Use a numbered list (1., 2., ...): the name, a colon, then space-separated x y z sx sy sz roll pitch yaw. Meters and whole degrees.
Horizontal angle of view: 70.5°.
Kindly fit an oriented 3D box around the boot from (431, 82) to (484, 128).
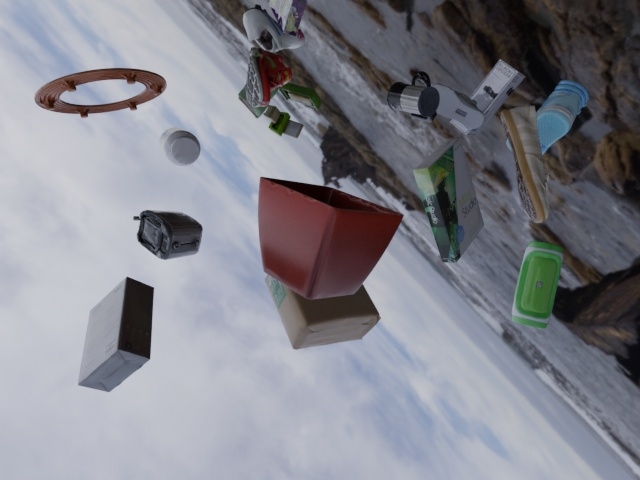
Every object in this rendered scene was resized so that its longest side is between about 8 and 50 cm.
1. boot: 0.466 -0.495 1.622 0.259 0.095 0.123 25 -147 -25

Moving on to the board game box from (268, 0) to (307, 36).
1. board game box: -0.093 -0.797 1.418 0.056 0.208 0.346 5 -141 -19

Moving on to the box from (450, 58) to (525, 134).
1. box: 0.663 -0.559 1.796 0.087 0.289 0.169 46 -150 17

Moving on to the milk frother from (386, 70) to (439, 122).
1. milk frother: 0.295 -0.431 1.320 0.129 0.143 0.135 18 -169 -40

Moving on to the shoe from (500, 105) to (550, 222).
1. shoe: 0.379 -0.140 0.811 0.076 0.059 0.218 21 -124 -74

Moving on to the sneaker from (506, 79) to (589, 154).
1. sneaker: 0.762 -0.406 1.504 0.127 0.208 0.319 38 171 0

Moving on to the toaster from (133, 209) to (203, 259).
1. toaster: -0.488 -0.025 1.467 0.227 0.128 0.147 26 -161 36

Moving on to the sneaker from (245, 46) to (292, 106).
1. sneaker: -0.133 -0.438 1.194 0.119 0.107 0.278 5 -138 -11

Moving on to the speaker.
1. speaker: 0.772 0.157 1.614 0.131 0.296 0.131 13 179 0

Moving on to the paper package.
1. paper package: -0.003 0.200 1.621 0.310 0.168 0.324 -2 -132 -31

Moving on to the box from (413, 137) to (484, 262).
1. box: 0.404 -0.125 1.400 0.059 0.232 0.321 -2 121 44

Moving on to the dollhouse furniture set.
1. dollhouse furniture set: -0.142 -0.521 1.679 0.152 0.197 0.301 25 177 20

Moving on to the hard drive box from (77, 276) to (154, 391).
1. hard drive box: -0.527 0.241 1.179 0.089 0.181 0.232 33 -152 -40

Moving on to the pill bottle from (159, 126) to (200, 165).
1. pill bottle: -0.544 -0.363 1.763 0.136 0.136 0.246 42 177 -30

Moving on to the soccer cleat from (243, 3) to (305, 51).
1. soccer cleat: -0.175 -0.782 1.763 0.331 0.116 0.143 -4 -97 -55

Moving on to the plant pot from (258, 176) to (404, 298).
1. plant pot: 0.000 0.000 1.129 0.267 0.235 0.268 26 -164 40

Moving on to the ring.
1. ring: -0.590 -0.394 1.241 0.336 0.337 0.032 -42 -62 -82
